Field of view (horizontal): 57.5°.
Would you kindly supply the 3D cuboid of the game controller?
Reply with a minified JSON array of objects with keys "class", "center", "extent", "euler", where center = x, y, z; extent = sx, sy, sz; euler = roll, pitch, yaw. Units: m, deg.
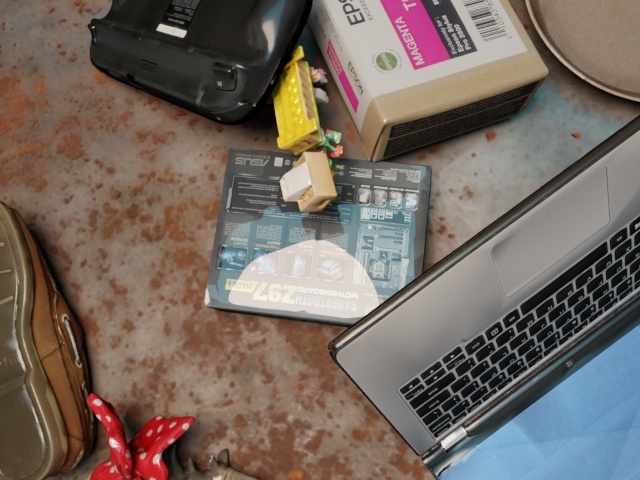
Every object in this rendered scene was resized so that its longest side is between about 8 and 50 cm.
[{"class":"game controller","center":[-0.145,-0.234,0.639],"extent":[0.319,0.067,0.166],"euler":[28,84,37]}]

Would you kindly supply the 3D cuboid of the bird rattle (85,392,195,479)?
[{"class":"bird rattle","center":[-0.209,0.289,0.566],"extent":[0.207,0.143,0.253],"euler":[-45,55,35]}]

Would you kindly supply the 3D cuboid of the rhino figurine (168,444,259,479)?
[{"class":"rhino figurine","center":[-0.079,0.308,0.602],"extent":[0.106,0.073,0.243],"euler":[-44,72,2]}]

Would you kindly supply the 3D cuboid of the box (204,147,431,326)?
[{"class":"box","center":[0.000,0.000,0.652],"extent":[0.233,0.059,0.183],"euler":[5,78,6]}]

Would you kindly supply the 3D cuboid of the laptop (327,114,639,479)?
[{"class":"laptop","center":[0.284,0.148,0.523],"extent":[0.382,0.408,0.236],"euler":[-36,46,-2]}]

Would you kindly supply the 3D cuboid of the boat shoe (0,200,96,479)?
[{"class":"boat shoe","center":[-0.329,0.107,0.644],"extent":[0.111,0.104,0.307],"euler":[-16,81,11]}]

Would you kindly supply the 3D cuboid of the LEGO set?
[{"class":"LEGO set","center":[-0.035,-0.145,0.634],"extent":[0.287,0.107,0.132],"euler":[44,108,34]}]

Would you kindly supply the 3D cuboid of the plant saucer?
[{"class":"plant saucer","center":[0.388,-0.296,0.676],"extent":[0.311,0.050,0.310],"euler":[-1,81,5]}]

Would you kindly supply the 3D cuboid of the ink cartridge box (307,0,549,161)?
[{"class":"ink cartridge box","center":[0.103,-0.229,0.644],"extent":[0.193,0.088,0.234],"euler":[-20,74,-11]}]
